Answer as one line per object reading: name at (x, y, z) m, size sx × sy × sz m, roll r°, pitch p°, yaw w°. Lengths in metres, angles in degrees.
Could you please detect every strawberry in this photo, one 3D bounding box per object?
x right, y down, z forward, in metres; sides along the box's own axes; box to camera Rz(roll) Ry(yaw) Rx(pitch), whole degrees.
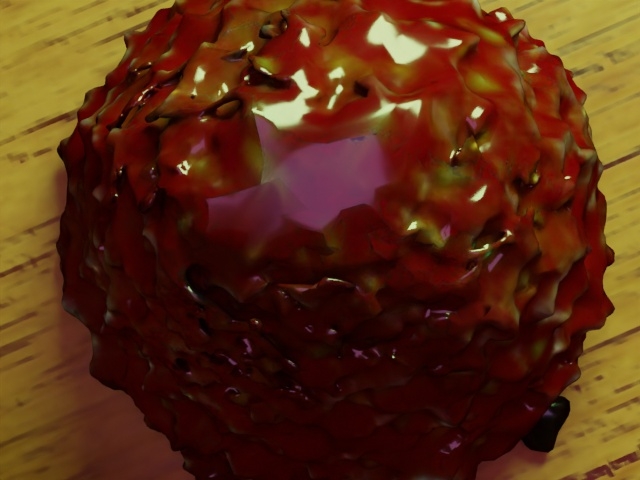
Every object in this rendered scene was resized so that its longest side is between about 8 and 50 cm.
strawberry at (0.000, 0.000, 0.616) m, size 0.234 × 0.178 × 0.234 m, roll 0°, pitch 90°, yaw 6°
